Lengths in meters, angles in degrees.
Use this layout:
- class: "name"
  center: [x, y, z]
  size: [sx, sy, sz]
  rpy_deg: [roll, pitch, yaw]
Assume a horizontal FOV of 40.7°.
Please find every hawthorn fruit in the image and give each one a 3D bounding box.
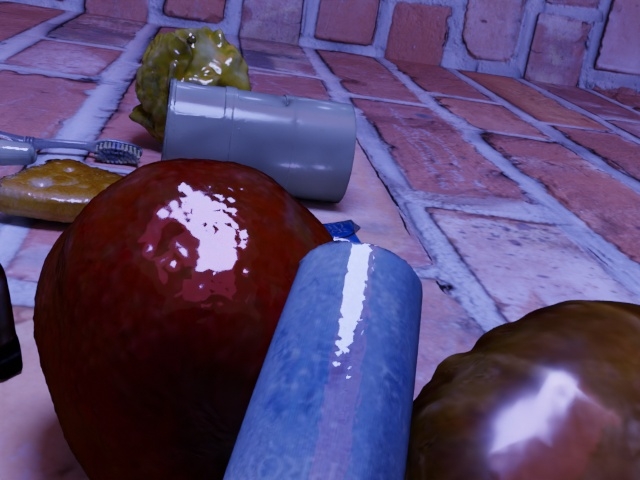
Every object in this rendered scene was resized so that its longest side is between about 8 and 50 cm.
- class: "hawthorn fruit"
  center: [-0.062, 0.067, 0.469]
  size: [0.190, 0.189, 0.251]
  rpy_deg: [3, 39, -18]

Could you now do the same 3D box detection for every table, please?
- class: "table"
  center: [-0.078, -0.117, 1.034]
  size: [0.220, 0.126, 0.126]
  rpy_deg: [7, 19, -11]

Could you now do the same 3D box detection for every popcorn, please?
- class: "popcorn"
  center: [-0.151, -0.196, 1.176]
  size: [0.195, 0.168, 0.173]
  rpy_deg: [22, -17, 6]

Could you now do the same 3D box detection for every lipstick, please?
- class: "lipstick"
  center: [-0.011, 0.121, 0.305]
  size: [0.068, 0.061, 0.274]
  rpy_deg: [-9, 45, 27]

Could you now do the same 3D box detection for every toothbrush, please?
- class: "toothbrush"
  center: [-0.405, -0.122, 1.036]
  size: [0.376, 0.028, 0.037]
  rpy_deg: [5, 27, -16]

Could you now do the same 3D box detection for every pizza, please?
- class: "pizza"
  center: [-0.252, -0.048, 0.879]
  size: [0.178, 0.041, 0.131]
  rpy_deg: [-6, 27, -37]

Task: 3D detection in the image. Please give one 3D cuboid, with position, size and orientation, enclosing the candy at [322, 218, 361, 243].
- class: "candy"
  center: [0.001, 0.000, 0.877]
  size: [0.088, 0.038, 0.136]
  rpy_deg: [-4, 12, 1]

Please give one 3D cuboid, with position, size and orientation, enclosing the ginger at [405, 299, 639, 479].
- class: "ginger"
  center: [0.169, 0.147, 0.378]
  size: [0.358, 0.152, 0.274]
  rpy_deg: [6, 39, -8]

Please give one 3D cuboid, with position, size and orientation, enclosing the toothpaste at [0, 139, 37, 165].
- class: "toothpaste"
  center: [-0.495, -0.097, 0.879]
  size: [0.392, 0.061, 0.098]
  rpy_deg: [1, 21, -14]

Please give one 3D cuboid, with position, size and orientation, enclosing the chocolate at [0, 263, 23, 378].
- class: "chocolate"
  center: [-0.267, 0.033, 0.580]
  size: [0.149, 0.080, 0.125]
  rpy_deg: [8, 19, -1]
